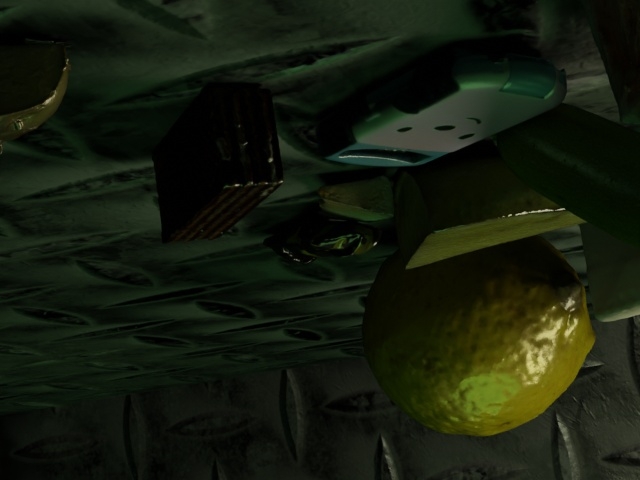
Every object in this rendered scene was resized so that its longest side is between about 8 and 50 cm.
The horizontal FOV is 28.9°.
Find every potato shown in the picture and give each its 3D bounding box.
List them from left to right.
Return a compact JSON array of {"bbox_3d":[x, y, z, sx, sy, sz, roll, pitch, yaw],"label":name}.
[{"bbox_3d":[-0.300,-0.116,1.046,0.172,0.089,0.101,-3,170,-25],"label":"potato"},{"bbox_3d":[0.233,-0.054,1.605,0.255,0.112,0.269,-10,171,-7],"label":"potato"}]

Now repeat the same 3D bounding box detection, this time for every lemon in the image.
[{"bbox_3d":[0.249,0.132,1.938,0.350,0.349,0.387,2,162,-35],"label":"lemon"}]

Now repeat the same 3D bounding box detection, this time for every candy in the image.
[{"bbox_3d":[0.506,-0.023,1.666,0.145,0.208,0.359,-2,166,-29],"label":"candy"}]

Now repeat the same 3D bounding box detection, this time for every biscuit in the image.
[{"bbox_3d":[-0.114,-0.074,1.308,0.070,0.106,0.252,-4,168,-23],"label":"biscuit"}]

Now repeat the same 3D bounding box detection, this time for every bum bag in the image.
[{"bbox_3d":[0.000,0.000,1.794,0.107,0.060,0.232,-7,178,-26],"label":"bum bag"}]

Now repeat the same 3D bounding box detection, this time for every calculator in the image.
[{"bbox_3d":[0.120,-0.134,1.300,0.173,0.051,0.293,1,165,-38],"label":"calculator"}]

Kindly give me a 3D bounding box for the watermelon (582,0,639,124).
[{"bbox_3d":[0.270,-0.185,0.876,0.176,0.260,0.256,16,140,-29],"label":"watermelon"}]

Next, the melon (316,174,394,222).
[{"bbox_3d":[0.044,-0.048,1.656,0.098,0.054,0.182,-1,174,-1],"label":"melon"}]

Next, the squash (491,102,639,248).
[{"bbox_3d":[0.291,-0.066,1.253,0.107,0.107,0.395,-1,-161,-26],"label":"squash"}]
